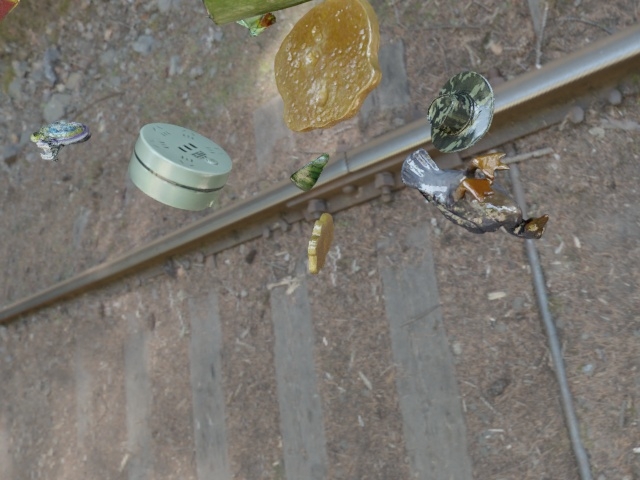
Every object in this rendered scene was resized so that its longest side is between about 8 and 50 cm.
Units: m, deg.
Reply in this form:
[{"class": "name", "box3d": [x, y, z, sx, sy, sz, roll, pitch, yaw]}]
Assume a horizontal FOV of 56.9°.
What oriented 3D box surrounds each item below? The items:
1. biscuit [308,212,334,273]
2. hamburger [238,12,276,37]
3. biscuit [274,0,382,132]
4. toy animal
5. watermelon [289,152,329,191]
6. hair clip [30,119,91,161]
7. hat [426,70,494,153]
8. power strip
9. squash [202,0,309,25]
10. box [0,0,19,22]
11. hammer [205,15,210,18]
[{"class": "biscuit", "box3d": [0.000, 0.000, 1.777, 0.036, 0.226, 0.166, 6, 126, 14]}, {"class": "hamburger", "box3d": [-0.235, -0.691, 1.612, 0.150, 0.276, 0.260, -26, 19, -2]}, {"class": "biscuit", "box3d": [0.021, -0.512, 1.728, 0.385, 0.062, 0.366, -18, 77, 40]}, {"class": "toy animal", "box3d": [0.303, -0.089, 1.169, 0.298, 0.185, 0.122, 19, 75, 24]}, {"class": "watermelon", "box3d": [-0.052, -0.221, 1.935, 0.181, 0.075, 0.092, -31, 41, 55]}, {"class": "hair clip", "box3d": [-0.604, -0.242, 1.387, 0.172, 0.116, 0.049, -77, -2, -57]}, {"class": "hat", "box3d": [0.183, -0.181, 0.826, 0.121, 0.050, 0.121, -2, 88, 53]}, {"class": "power strip", "box3d": [-0.499, -0.270, 2.071, 0.357, 0.357, 0.162, 49, 123, 36]}, {"class": "squash", "box3d": [-0.020, -0.502, 0.891, 0.384, 0.263, 0.263, -16, 67, 1]}, {"class": "box", "box3d": [-0.837, -0.556, 1.261, 0.197, 0.313, 0.089, -1, 91, 49]}, {"class": "hammer", "box3d": [-0.312, -0.774, 1.758, 0.288, 0.033, 0.111, 113, 171, -65]}]
